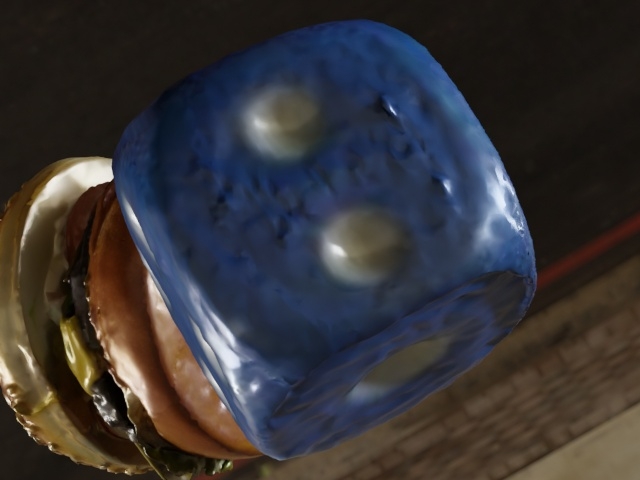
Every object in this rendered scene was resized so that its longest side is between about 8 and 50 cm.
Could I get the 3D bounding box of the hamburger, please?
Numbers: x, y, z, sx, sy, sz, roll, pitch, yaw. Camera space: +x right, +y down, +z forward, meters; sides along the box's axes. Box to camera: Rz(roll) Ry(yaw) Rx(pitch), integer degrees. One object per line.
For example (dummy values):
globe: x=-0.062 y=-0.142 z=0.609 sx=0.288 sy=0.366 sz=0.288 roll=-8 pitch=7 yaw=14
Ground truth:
hamburger: x=-0.133 y=0.056 z=1.321 sx=0.225 sy=0.291 sz=0.291 roll=-13 pitch=172 yaw=32

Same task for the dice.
dice: x=0.000 y=0.000 z=0.702 sx=0.143 sy=0.146 sz=0.146 roll=-25 pitch=162 yaw=-9
